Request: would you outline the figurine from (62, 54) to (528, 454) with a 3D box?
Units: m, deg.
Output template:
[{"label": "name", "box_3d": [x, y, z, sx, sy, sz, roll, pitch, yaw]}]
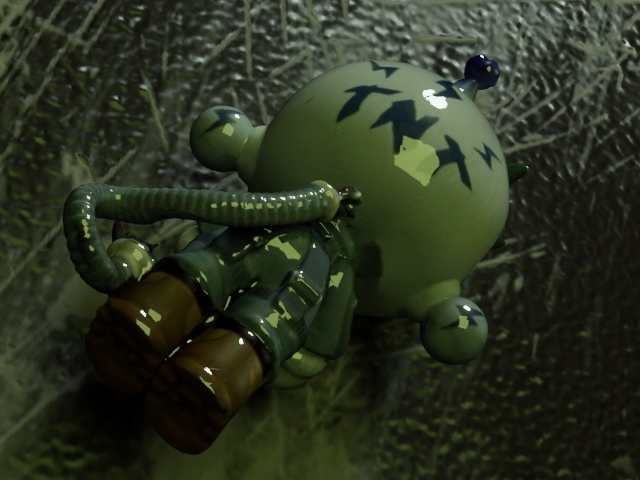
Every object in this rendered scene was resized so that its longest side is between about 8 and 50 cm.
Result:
[{"label": "figurine", "box_3d": [0.002, 0.003, 1.061, 0.261, 0.186, 0.382, 50, 51, -2]}]
